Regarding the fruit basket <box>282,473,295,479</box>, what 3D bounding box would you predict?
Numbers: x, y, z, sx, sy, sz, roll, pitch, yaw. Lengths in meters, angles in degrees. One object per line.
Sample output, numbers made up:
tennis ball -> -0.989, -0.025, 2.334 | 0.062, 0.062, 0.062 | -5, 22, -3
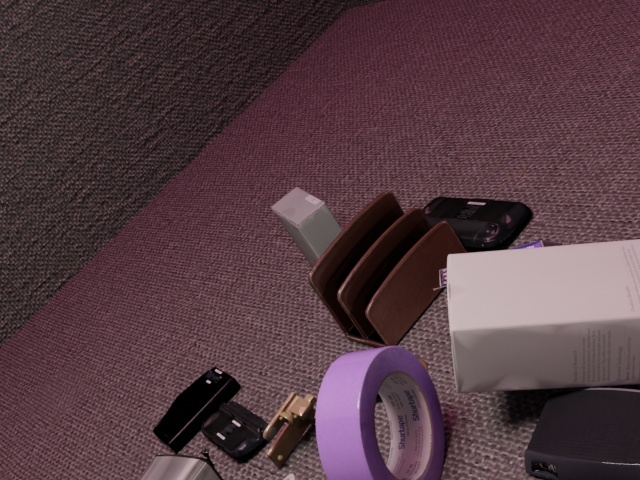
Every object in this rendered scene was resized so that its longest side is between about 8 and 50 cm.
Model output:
fruit basket -> -0.165, 0.592, 1.530 | 0.353, 0.165, 0.327 | -33, 27, 9

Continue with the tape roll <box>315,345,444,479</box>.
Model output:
tape roll -> 0.107, 0.321, 1.542 | 0.090, 0.274, 0.274 | -15, 33, 33

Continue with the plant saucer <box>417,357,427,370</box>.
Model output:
plant saucer -> 0.177, 0.266, 1.839 | 0.083, 0.015, 0.083 | -27, 28, 15

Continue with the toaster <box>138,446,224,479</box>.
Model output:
toaster -> -0.259, 0.499, 1.758 | 0.168, 0.185, 0.110 | -8, 32, 39

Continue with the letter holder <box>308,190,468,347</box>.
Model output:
letter holder -> 0.148, 0.053, 1.997 | 0.302, 0.214, 0.152 | -47, 30, -24

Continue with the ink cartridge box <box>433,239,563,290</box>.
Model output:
ink cartridge box -> 0.358, 0.050, 1.814 | 0.223, 0.045, 0.224 | -19, -10, 27

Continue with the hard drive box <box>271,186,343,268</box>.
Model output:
hard drive box -> 0.000, 0.000, 2.226 | 0.089, 0.232, 0.181 | -39, 28, -9

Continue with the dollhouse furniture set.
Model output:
dollhouse furniture set -> -0.025, 0.384, 1.759 | 0.151, 0.144, 0.123 | 17, 60, 39

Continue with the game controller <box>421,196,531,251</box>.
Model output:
game controller -> 0.340, -0.043, 2.130 | 0.166, 0.067, 0.319 | -32, 24, -30

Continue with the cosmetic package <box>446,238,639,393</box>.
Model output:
cosmetic package -> 0.409, 0.126, 1.531 | 0.385, 0.156, 0.217 | -5, 34, 12

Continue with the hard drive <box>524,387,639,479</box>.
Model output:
hard drive -> 0.454, 0.306, 1.427 | 0.255, 0.054, 0.172 | -5, 38, 43

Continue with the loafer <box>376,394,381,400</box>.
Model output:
loafer -> 0.128, 0.305, 1.808 | 0.125, 0.045, 0.039 | -16, 49, 44

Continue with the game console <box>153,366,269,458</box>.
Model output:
game console -> -0.238, 0.409, 2.036 | 0.213, 0.044, 0.361 | -45, 29, -18
